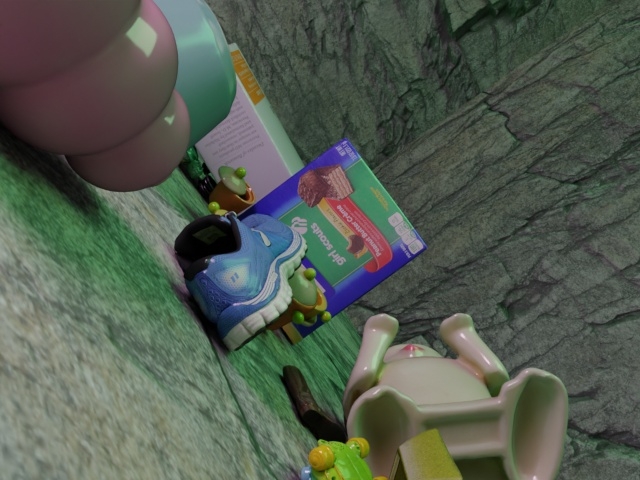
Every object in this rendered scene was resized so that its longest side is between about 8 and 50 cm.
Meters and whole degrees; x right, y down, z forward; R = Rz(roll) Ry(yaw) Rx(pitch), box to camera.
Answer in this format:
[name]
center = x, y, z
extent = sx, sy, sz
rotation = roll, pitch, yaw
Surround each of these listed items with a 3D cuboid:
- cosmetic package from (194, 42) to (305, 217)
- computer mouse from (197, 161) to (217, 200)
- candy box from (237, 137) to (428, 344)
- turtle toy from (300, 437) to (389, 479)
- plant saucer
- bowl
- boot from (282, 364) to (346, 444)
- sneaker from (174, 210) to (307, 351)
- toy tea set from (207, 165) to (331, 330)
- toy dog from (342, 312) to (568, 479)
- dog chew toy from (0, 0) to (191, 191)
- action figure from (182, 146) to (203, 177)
[cosmetic package]
center = -0.163, -0.208, 1.526
extent = 0.453, 0.162, 0.230
rotation = 61, 11, -16
[computer mouse]
center = -0.230, -0.106, 1.569
extent = 0.184, 0.060, 0.262
rotation = 58, 12, -17
[candy box]
center = 0.000, 0.000, 1.310
extent = 0.268, 0.317, 0.122
rotation = 54, 3, 2
[turtle toy]
center = 0.027, 0.275, 0.720
extent = 0.095, 0.066, 0.130
rotation = 12, 40, -53
[plant saucer]
center = 0.093, 0.311, 0.726
extent = 0.045, 0.188, 0.188
rotation = 16, 0, 2
[bowl]
center = -0.247, -0.289, 1.102
extent = 0.311, 0.163, 0.311
rotation = 56, -20, 33
[boot]
center = -0.012, 0.242, 0.982
extent = 0.106, 0.037, 0.114
rotation = 56, -4, -31
[sneaker]
center = -0.109, 0.012, 0.912
extent = 0.147, 0.130, 0.330
rotation = 51, 10, -13
[toy tea set]
center = -0.089, 0.004, 1.153
extent = 0.336, 0.124, 0.200
rotation = 53, 23, 8
[toy dog]
center = 0.179, 0.299, 1.043
extent = 0.408, 0.285, 0.395
rotation = -128, -156, -81
[dog chew toy]
center = -0.223, -0.173, 0.598
extent = 0.206, 0.207, 0.332
rotation = 56, -6, 43
[action figure]
center = -0.320, -0.236, 1.427
extent = 0.232, 0.063, 0.137
rotation = 57, 0, -1
